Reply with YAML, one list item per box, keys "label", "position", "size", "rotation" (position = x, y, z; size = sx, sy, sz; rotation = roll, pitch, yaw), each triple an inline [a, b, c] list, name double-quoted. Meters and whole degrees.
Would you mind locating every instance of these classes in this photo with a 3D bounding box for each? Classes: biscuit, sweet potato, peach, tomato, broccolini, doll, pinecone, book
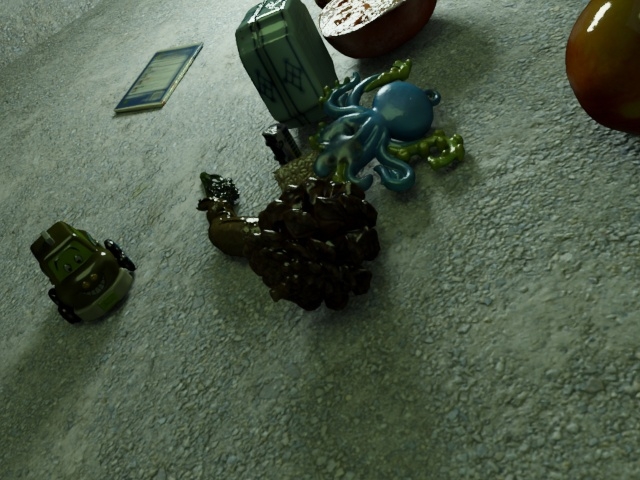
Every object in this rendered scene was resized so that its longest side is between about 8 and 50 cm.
- label: "biscuit"
  position: [-0.019, -0.156, 1.481]
  size: [0.168, 0.082, 0.070]
  rotation: [-23, 6, 11]
- label: "sweet potato"
  position: [-0.174, -0.020, 1.438]
  size: [0.310, 0.098, 0.124]
  rotation: [15, 53, 37]
- label: "peach"
  position: [0.571, -0.333, 1.127]
  size: [0.308, 0.307, 0.332]
  rotation: [-27, 26, 8]
- label: "tomato"
  position: [0.160, -0.580, 1.721]
  size: [0.338, 0.143, 0.338]
  rotation: [-20, 37, 16]
- label: "broccolini"
  position: [-0.272, -0.135, 1.631]
  size: [0.203, 0.068, 0.091]
  rotation: [34, 92, 47]
- label: "doll"
  position: [0.129, -0.230, 1.423]
  size: [0.341, 0.099, 0.346]
  rotation: [-33, 58, -9]
- label: "pinecone"
  position: [0.000, 0.000, 1.209]
  size: [0.244, 0.244, 0.309]
  rotation: [-6, 34, 28]
- label: "book"
  position: [-0.545, -0.553, 2.237]
  size: [0.228, 0.018, 0.322]
  rotation: [1, 52, 32]

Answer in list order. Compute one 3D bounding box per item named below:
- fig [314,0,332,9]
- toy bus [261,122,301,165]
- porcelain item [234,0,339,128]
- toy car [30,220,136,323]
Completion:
- label: "fig"
  position: [0.033, -0.746, 2.016]
  size: [0.098, 0.082, 0.084]
  rotation: [-43, 4, -33]
- label: "toy bus"
  position: [-0.091, -0.231, 1.578]
  size: [0.052, 0.102, 0.058]
  rotation: [14, 57, 41]
- label: "porcelain item"
  position: [-0.079, -0.436, 1.604]
  size: [0.157, 0.286, 0.281]
  rotation: [-19, 31, 18]
- label: "toy car"
  position: [-0.577, 0.054, 1.543]
  size: [0.204, 0.198, 0.248]
  rotation: [-44, 43, -13]
